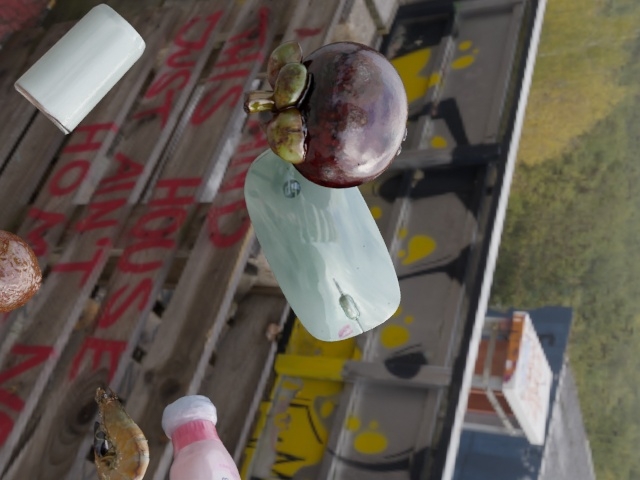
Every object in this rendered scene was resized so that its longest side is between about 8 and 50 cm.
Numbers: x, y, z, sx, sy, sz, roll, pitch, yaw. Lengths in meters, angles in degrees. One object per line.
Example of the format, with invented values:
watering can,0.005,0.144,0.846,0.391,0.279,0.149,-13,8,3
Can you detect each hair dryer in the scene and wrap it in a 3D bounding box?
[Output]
hair dryer,-0.277,-0.189,0.886,0.073,0.236,0.131,44,80,-16

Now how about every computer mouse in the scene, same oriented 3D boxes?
computer mouse,-0.001,0.000,1.050,0.097,0.159,0.288,-33,100,-85

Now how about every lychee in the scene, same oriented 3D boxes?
lychee,-0.390,0.035,0.897,0.101,0.114,0.140,-44,149,-13

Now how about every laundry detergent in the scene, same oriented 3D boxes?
laundry detergent,-0.140,0.365,1.020,0.335,0.088,0.159,65,4,38

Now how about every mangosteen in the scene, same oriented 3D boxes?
mangosteen,0.007,-0.153,0.900,0.200,0.200,0.199,0,90,-60

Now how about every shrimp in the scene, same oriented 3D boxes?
shrimp,-0.483,0.464,1.764,0.063,0.287,0.152,29,102,-46
